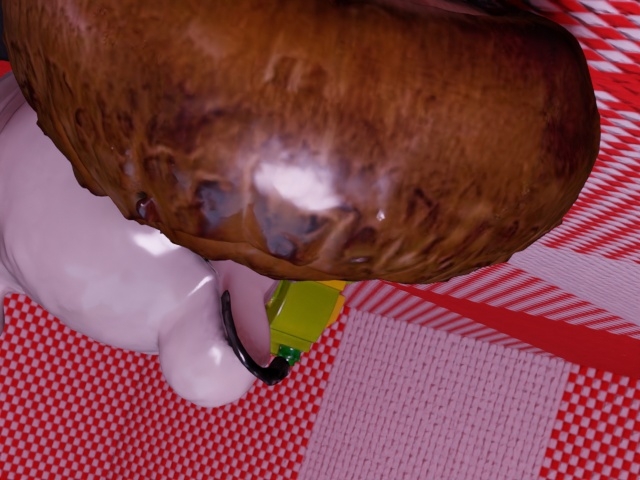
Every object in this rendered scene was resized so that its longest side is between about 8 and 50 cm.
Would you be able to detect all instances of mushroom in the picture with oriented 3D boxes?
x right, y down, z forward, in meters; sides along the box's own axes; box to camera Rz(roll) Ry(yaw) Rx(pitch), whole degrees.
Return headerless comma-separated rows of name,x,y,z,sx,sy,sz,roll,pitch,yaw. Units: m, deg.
mushroom,-0.011,-0.063,0.664,0.253,0.153,0.253,18,-176,-1

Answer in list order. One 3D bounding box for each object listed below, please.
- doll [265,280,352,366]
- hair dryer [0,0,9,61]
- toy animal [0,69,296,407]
doll,-0.003,-0.004,1.066,0.106,0.186,0.134,20,-158,-32
hair dryer,-0.223,-0.167,0.791,0.255,0.070,0.128,32,167,-38
toy animal,-0.173,-0.012,0.977,0.357,0.257,0.194,-15,147,35
